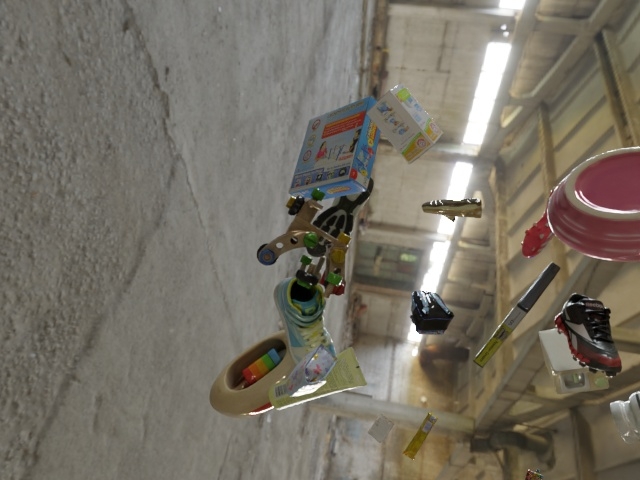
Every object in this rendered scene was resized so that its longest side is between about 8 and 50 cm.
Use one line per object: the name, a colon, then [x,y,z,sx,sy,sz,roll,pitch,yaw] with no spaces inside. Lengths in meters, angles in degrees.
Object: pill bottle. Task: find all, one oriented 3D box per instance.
pill bottle: [1.093,0.548,1.610,0.162,0.278,0.162,35,40,-35]

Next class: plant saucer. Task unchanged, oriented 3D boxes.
plant saucer: [0.664,-0.097,1.091,0.332,0.331,0.084,-74,146,-47]

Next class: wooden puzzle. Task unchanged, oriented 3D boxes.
wooden puzzle: [0.705,0.791,1.679,0.006,0.049,0.084,-10,112,-59]

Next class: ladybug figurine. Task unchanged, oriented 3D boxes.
ladybug figurine: [-0.193,0.501,1.888,0.162,0.449,0.305,62,-9,-27]

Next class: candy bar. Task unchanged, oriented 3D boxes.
candy bar: [0.314,0.610,1.587,0.162,0.040,0.018,-59,169,0]

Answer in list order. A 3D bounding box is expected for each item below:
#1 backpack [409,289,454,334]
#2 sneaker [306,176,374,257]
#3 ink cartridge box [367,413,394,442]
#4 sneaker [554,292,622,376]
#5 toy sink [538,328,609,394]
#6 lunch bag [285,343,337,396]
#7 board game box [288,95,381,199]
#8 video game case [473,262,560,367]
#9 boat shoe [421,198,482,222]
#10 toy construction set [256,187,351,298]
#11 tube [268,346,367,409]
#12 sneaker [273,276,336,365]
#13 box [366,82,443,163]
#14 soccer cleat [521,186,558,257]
backpack: [0.443,0.291,2.101,0.173,0.158,0.117,-111,-152,-49]
sneaker: [0.079,-0.092,2.113,0.411,0.158,0.182,-55,177,-14]
ink cartridge box: [0.229,0.692,1.885,0.029,0.062,0.115,-28,149,-57]
sneaker: [0.681,0.225,1.281,0.276,0.097,0.135,-76,177,-67]
toy sink: [0.782,0.380,1.560,0.234,0.152,0.131,-62,136,-68]
lunch bag: [-0.018,0.232,0.878,0.071,0.053,0.083,-48,177,41]
board game box: [0.053,-0.296,1.705,0.086,0.308,0.302,29,68,-36]
video game case: [0.554,0.208,1.427,0.274,0.035,0.248,-29,149,-44]
boat shoe: [0.415,-0.090,1.611,0.068,0.189,0.072,-38,123,-52]
toy construction set: [0.000,0.000,1.359,0.238,0.257,0.309,-66,163,-1]
tube: [-0.010,0.338,1.205,0.070,0.240,0.062,51,23,-29]
sneaker: [-0.028,0.240,1.377,0.319,0.127,0.208,63,-19,7]
box: [0.254,-0.349,1.517,0.103,0.203,0.114,-38,-176,39]
soccer cleat: [0.715,-0.050,1.575,0.248,0.095,0.083,-64,-154,5]
